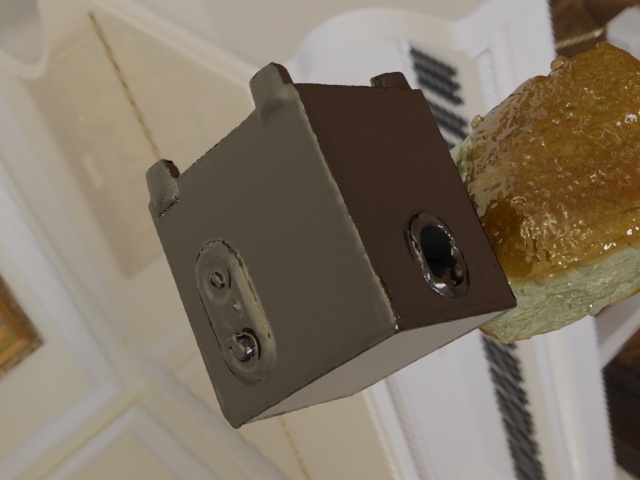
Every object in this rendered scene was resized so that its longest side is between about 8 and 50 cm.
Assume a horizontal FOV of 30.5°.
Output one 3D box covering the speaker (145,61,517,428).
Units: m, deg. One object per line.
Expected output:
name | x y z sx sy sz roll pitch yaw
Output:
speaker | 0.000 0.000 1.045 0.232 0.184 0.254 -34 71 39

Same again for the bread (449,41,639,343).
bread | 0.250 -0.043 1.270 0.225 0.279 0.250 57 -168 -64
